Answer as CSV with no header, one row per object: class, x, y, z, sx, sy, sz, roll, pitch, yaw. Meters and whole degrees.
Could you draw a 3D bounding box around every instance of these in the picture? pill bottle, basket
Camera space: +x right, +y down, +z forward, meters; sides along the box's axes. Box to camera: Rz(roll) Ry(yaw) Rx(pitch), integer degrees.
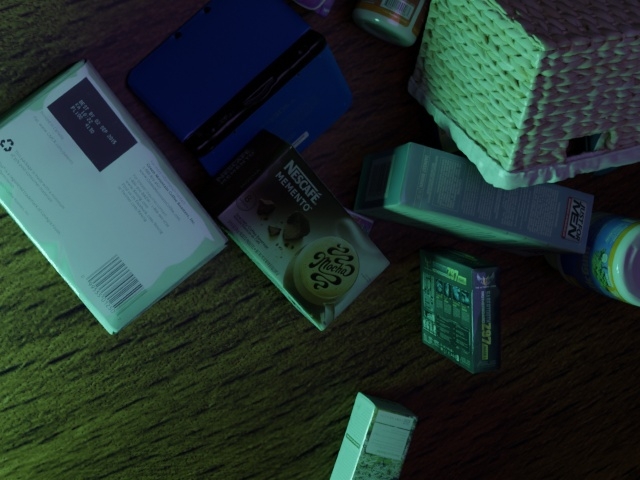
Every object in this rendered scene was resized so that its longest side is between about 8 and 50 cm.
pill bottle,0.527,0.025,1.880,0.152,0.272,0.152,-3,98,-20
basket,0.373,-0.296,1.697,0.328,0.331,0.266,-12,134,-22
pill bottle,0.149,-0.453,1.755,0.121,0.121,0.216,25,88,-21

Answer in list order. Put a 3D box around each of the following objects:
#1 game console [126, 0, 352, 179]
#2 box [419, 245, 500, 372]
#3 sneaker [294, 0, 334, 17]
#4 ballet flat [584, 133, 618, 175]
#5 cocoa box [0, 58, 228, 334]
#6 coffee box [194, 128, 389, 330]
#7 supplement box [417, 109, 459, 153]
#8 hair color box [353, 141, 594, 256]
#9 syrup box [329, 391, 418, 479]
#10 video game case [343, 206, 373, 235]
game console,-0.130,-0.253,1.735,0.293,0.173,0.250,-43,140,-9
box,0.245,0.116,1.813,0.059,0.233,0.183,-6,99,-16
sneaker,0.052,-0.448,1.691,0.282,0.102,0.161,7,104,19
ballet flat,0.531,-0.245,1.939,0.087,0.083,0.247,-9,108,13
cocoa box,-0.350,-0.074,1.574,0.231,0.228,0.347,-40,109,-10
coffee box,-0.045,-0.017,1.702,0.168,0.119,0.297,-44,121,-6
supplement box,0.232,-0.204,1.856,0.083,0.056,0.083,-18,103,-17
hair color box,0.271,-0.065,1.815,0.374,0.185,0.113,14,83,-21
syrup box,0.088,0.410,1.873,0.093,0.096,0.237,17,92,-19
video game case,0.000,0.000,1.823,0.157,0.019,0.143,24,89,-20
